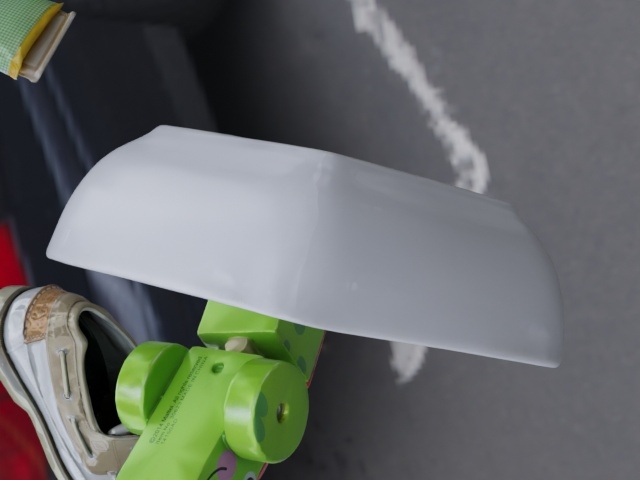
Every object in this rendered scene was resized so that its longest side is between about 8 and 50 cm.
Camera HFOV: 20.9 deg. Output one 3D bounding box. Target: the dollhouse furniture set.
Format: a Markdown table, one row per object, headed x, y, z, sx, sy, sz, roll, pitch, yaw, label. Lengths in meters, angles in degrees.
| x | y | z | sx | sy | sz | roll | pitch | yaw | label |
| --- | --- | --- | --- | --- | --- | --- | --- | --- | --- |
| -0.185 | -0.181 | 1.125 | 0.076 | 0.151 | 0.058 | 22 | 153 | 6 | dollhouse furniture set |

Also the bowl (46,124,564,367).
| x | y | z | sx | sy | sz | roll | pitch | yaw | label |
| --- | --- | --- | --- | --- | --- | --- | --- | --- | --- |
| 0.000 | 0.000 | 0.570 | 0.142 | 0.142 | 0.053 | 13 | 89 | 49 | bowl |

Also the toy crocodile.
| x | y | z | sx | sy | sz | roll | pitch | yaw | label |
| --- | --- | --- | --- | --- | --- | --- | --- | --- | --- |
| -0.041 | 0.068 | 1.161 | 0.115 | 0.340 | 0.105 | 1 | 140 | 31 | toy crocodile |

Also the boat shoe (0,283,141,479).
| x | y | z | sx | sy | sz | roll | pitch | yaw | label |
| --- | --- | --- | --- | --- | --- | --- | --- | --- | --- |
| -0.193 | 0.162 | 1.590 | 0.103 | 0.113 | 0.302 | -1 | 138 | 34 | boat shoe |
